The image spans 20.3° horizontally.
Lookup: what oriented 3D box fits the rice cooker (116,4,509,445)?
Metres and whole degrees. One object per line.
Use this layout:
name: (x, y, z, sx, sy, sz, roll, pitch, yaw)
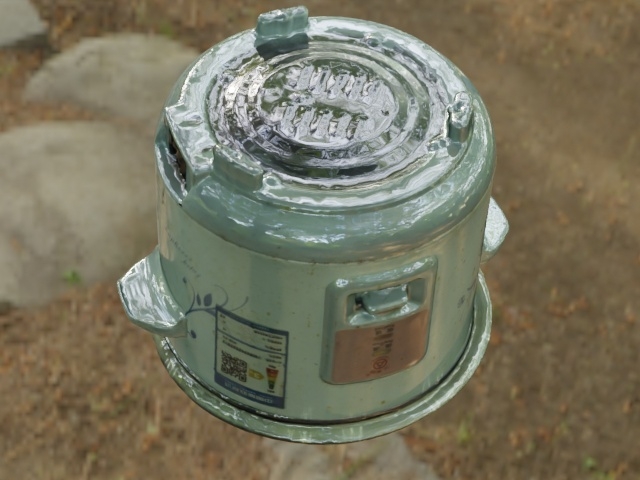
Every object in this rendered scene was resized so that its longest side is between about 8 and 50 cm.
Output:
rice cooker: (0.000, 0.000, 1.327, 0.317, 0.316, 0.264, -13, 47, -21)
